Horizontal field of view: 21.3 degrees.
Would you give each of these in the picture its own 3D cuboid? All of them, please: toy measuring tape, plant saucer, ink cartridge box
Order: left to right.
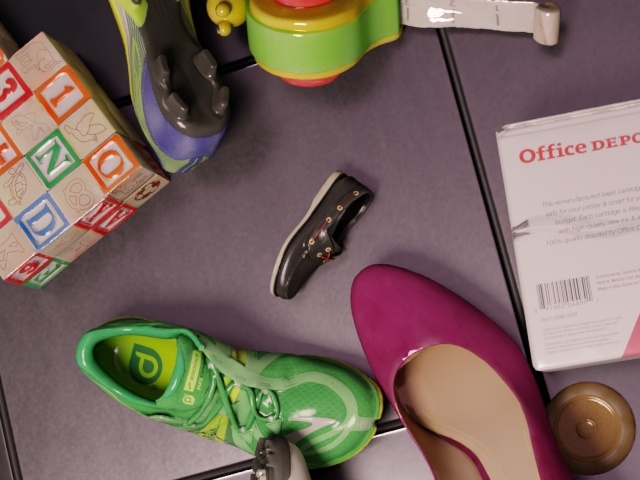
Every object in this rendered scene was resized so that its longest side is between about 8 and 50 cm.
[{"bbox_3d":[0.047,-0.191,1.549,0.330,0.121,0.121,8,85,15],"label":"toy measuring tape"},{"bbox_3d":[0.238,0.167,1.511,0.083,0.015,0.083,-2,82,14],"label":"plant saucer"},{"bbox_3d":[0.250,-0.003,1.491,0.158,0.092,0.218,-10,82,12],"label":"ink cartridge box"}]

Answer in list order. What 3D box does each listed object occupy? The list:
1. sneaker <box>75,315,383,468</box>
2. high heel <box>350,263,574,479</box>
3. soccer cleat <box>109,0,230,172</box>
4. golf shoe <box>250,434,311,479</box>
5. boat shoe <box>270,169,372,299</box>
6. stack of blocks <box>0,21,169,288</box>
[{"bbox_3d":[-0.090,0.140,1.536,0.295,0.123,0.109,11,89,16],"label":"sneaker"},{"bbox_3d":[0.130,0.172,1.443,0.127,0.181,0.377,-46,75,19],"label":"high heel"},{"bbox_3d":[-0.162,-0.196,1.617,0.093,0.121,0.289,-6,62,-26],"label":"soccer cleat"},{"bbox_3d":[0.006,0.297,1.505,0.120,0.105,0.273,-13,96,-11],"label":"golf shoe"},{"bbox_3d":[-0.001,0.000,1.573,0.042,0.049,0.133,32,86,23],"label":"boat shoe"},{"bbox_3d":[-0.305,-0.123,1.643,0.171,0.087,0.297,-39,76,6],"label":"stack of blocks"}]
